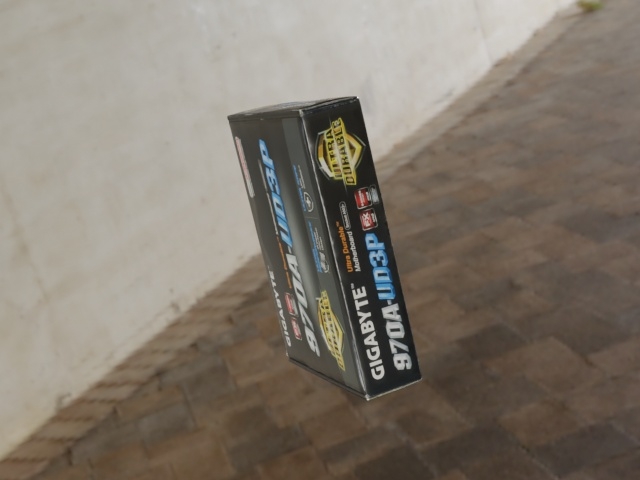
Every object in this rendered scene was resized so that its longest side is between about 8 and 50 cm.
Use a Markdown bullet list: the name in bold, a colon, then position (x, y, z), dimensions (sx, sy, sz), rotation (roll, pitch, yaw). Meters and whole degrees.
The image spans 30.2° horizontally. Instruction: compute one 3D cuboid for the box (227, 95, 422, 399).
- **box**: position (0.000, 0.000, 0.928), dimensions (0.051, 0.220, 0.175), rotation (-17, 11, -19)
